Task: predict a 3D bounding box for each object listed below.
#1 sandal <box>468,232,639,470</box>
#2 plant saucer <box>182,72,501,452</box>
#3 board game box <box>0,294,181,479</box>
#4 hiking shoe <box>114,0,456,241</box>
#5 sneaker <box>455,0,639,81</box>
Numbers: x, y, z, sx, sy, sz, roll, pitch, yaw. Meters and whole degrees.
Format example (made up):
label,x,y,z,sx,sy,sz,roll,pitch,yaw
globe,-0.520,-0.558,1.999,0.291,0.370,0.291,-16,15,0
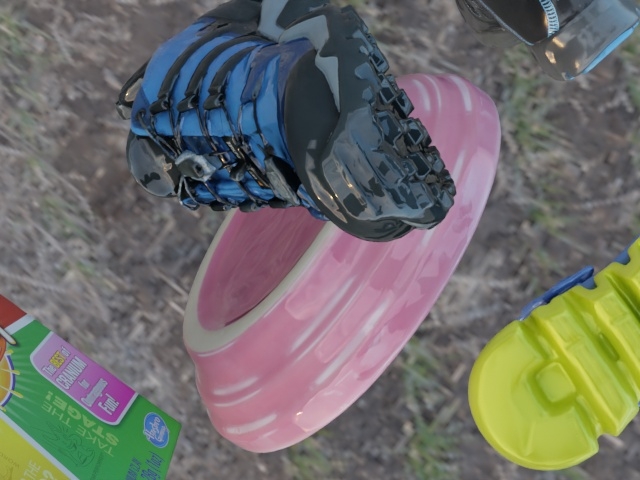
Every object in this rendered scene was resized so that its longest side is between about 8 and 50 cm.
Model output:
label,x,y,z,sx,sy,sz,roll,pitch,yaw
sandal,0.238,0.036,1.118,0.317,0.138,0.126,-28,88,2
plant saucer,0.000,0.000,1.266,0.084,0.332,0.332,35,89,-20
board game box,-0.251,0.106,1.090,0.316,0.242,0.064,37,109,-10
hiking shoe,-0.025,-0.047,0.803,0.132,0.304,0.113,-32,108,0
sneaker,0.181,-0.248,1.483,0.125,0.341,0.140,-40,107,1
